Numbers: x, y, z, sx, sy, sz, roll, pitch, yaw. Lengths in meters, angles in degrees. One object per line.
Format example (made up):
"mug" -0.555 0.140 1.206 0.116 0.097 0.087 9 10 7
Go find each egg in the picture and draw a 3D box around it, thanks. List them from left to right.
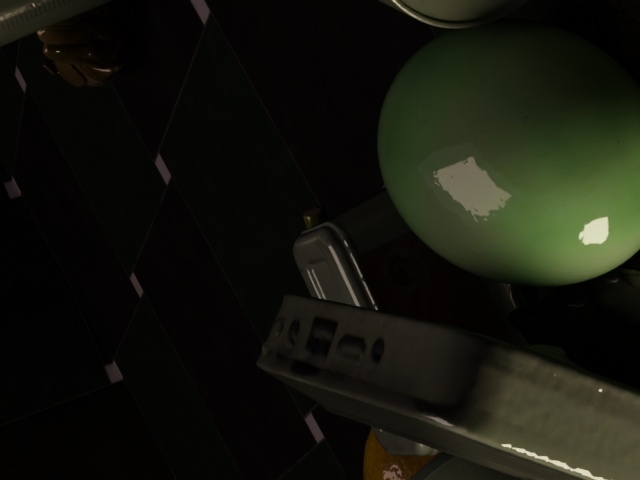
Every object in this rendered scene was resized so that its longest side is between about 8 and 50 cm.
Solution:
"egg" 0.171 -0.073 1.328 0.269 0.220 0.220 32 142 37

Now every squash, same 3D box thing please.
"squash" 0.000 0.000 2.071 0.027 0.027 0.083 25 135 59

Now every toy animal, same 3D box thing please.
"toy animal" 0.274 0.050 1.403 0.138 0.108 0.236 48 150 -9

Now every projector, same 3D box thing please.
"projector" -0.366 -0.347 2.123 0.108 0.337 0.108 53 159 30

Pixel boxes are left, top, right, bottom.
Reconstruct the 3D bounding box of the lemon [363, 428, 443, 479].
"lemon" 0.134 0.289 1.886 0.170 0.170 0.207 31 133 55

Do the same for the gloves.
"gloves" -0.361 -0.330 2.404 0.331 0.141 0.154 122 146 -76

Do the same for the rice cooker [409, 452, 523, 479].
"rice cooker" 0.217 0.365 1.646 0.316 0.264 0.316 30 -172 -4

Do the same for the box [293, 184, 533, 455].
"box" 0.110 0.079 1.690 0.312 0.182 0.175 65 159 -2

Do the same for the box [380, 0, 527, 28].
"box" 0.088 -0.300 1.264 0.149 0.226 0.226 37 146 50

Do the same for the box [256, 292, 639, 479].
"box" 0.179 0.156 1.387 0.396 0.396 0.111 5 75 66
